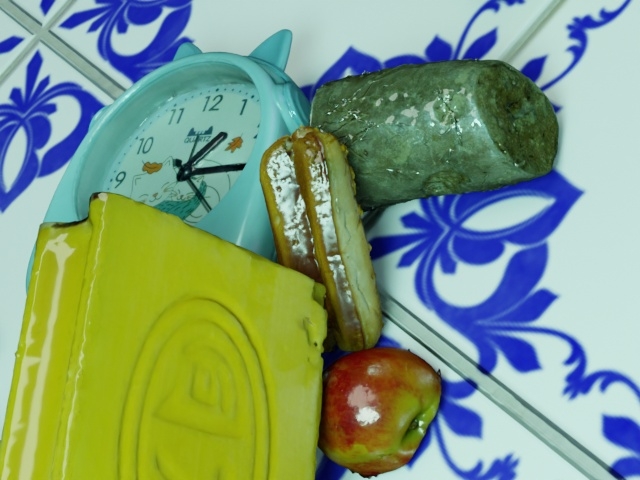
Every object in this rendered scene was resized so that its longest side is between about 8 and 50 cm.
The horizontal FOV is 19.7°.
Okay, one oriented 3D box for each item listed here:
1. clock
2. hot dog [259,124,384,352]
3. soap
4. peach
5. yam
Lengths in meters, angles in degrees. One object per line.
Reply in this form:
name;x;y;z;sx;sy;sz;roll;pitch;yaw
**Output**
clock;-0.095;-0.041;1.428;0.224;0.094;0.274;-1;57;36
hot dog;0.000;0.000;1.294;0.071;0.045;0.165;-6;99;38
soap;-0.099;0.146;1.166;0.096;0.204;0.324;-27;50;46
peach;0.029;0.107;1.242;0.098;0.061;0.098;-16;58;28
yam;0.071;-0.077;1.316;0.183;0.107;0.107;-7;55;31
